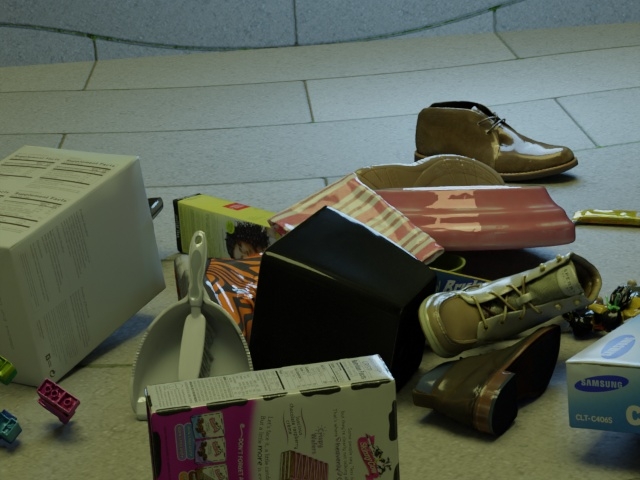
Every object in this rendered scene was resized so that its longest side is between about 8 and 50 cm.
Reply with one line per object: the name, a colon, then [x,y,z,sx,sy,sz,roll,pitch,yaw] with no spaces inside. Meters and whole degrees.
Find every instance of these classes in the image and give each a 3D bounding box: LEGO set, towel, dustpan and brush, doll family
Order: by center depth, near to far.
dustpan and brush: [-0.142,0.097,1.727,0.147,0.211,0.060,0,-19,12]
LEGO set: [-0.384,0.173,1.732,0.227,0.093,0.087,31,67,16]
doll family: [0.346,0.086,1.884,0.193,0.076,0.111,4,23,36]
towel: [0.044,-0.008,1.949,0.144,0.029,0.197,-30,51,-24]

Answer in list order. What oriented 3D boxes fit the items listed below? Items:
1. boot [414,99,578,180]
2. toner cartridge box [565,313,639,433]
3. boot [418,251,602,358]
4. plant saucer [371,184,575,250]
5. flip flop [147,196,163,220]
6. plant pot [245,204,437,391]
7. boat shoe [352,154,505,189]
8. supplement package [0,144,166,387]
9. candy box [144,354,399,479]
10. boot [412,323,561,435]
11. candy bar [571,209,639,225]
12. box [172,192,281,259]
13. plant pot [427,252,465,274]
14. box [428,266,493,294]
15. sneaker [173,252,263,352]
boot: [0.294,-0.171,2.594,0.305,0.115,0.112,9,21,31]
toner cartridge box: [0.410,0.128,1.652,0.165,0.075,0.348,0,11,32]
boot: [0.220,0.071,1.739,0.165,0.077,0.213,-23,-8,31]
plant saucer: [0.188,-0.034,2.117,0.332,0.084,0.332,-1,2,0]
flip flop: [-0.294,0.024,2.189,0.112,0.080,0.277,-10,33,15]
plant pot: [0.032,0.092,1.775,0.167,0.188,0.187,18,25,19]
boat shoe: [0.154,-0.066,2.334,0.285,0.103,0.092,-5,-20,-29]
supplement package: [-0.364,0.026,1.935,0.198,0.199,0.262,7,31,29]
candy box: [-0.044,0.206,1.451,0.233,0.159,0.071,-6,20,-9]
boot: [0.194,0.142,1.720,0.106,0.082,0.219,10,25,29]
candy bar: [0.460,-0.033,2.294,0.161,0.018,0.040,4,23,21]
box: [-0.122,-0.007,2.225,0.058,0.087,0.232,-19,23,-39]
plant pot: [0.147,0.065,1.961,0.083,0.079,0.083,-3,18,1]
box: [0.171,0.068,1.884,0.169,0.054,0.059,13,-1,-23]
sneaker: [-0.082,0.073,1.914,0.180,0.125,0.321,-8,19,-9]
